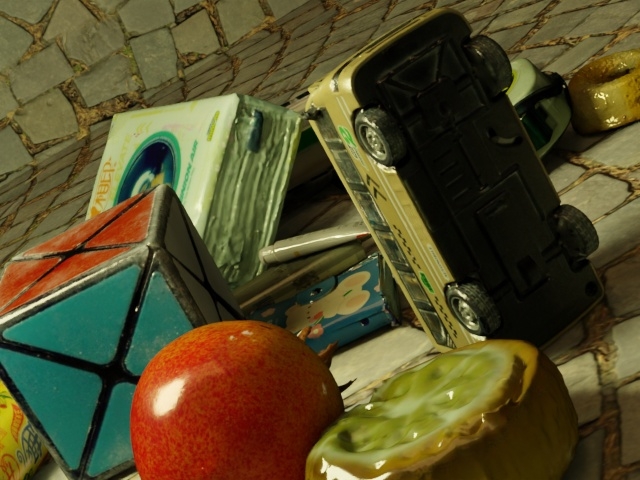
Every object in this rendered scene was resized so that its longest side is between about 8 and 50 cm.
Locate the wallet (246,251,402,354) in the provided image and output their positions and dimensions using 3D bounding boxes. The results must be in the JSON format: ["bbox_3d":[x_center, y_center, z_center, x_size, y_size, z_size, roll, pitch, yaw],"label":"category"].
[{"bbox_3d":[0.004,0.098,1.798,0.202,0.059,0.141,-26,24,12],"label":"wallet"}]

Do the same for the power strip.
[{"bbox_3d":[-0.028,0.046,2.022,0.268,0.034,0.092,-30,18,-4],"label":"power strip"}]

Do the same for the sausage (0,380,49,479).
[{"bbox_3d":[-0.431,0.286,1.826,0.123,0.123,0.347,-20,20,25],"label":"sausage"}]

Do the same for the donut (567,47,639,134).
[{"bbox_3d":[0.417,-0.216,2.020,0.162,0.065,0.178,-25,18,10],"label":"donut"}]

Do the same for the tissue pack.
[{"bbox_3d":[-0.210,-0.065,2.220,0.388,0.162,0.287,0,73,56],"label":"tissue pack"}]

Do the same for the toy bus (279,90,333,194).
[{"bbox_3d":[0.004,-0.185,2.369,0.305,0.143,0.179,-27,4,0],"label":"toy bus"}]

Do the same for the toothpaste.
[{"bbox_3d":[0.000,0.000,2.000,0.190,0.031,0.048,-16,20,26],"label":"toothpaste"}]

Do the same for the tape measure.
[{"bbox_3d":[0.259,-0.147,1.985,0.207,0.115,0.235,-38,18,12],"label":"tape measure"}]

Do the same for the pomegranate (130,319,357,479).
[{"bbox_3d":[-0.074,0.177,1.466,0.221,0.221,0.257,-10,19,45],"label":"pomegranate"}]

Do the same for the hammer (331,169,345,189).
[{"bbox_3d":[0.125,-0.118,2.223,0.290,0.037,0.137,-13,15,42],"label":"hammer"}]

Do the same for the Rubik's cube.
[{"bbox_3d":[-0.244,0.117,1.802,0.259,0.260,0.255,-28,20,9],"label":"Rubik's cube"}]

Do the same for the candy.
[{"bbox_3d":[0.110,0.185,1.317,0.260,0.118,0.260,-25,16,8],"label":"candy"}]

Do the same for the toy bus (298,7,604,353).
[{"bbox_3d":[0.133,-0.052,1.524,0.177,0.365,0.202,-34,16,-20],"label":"toy bus"}]
